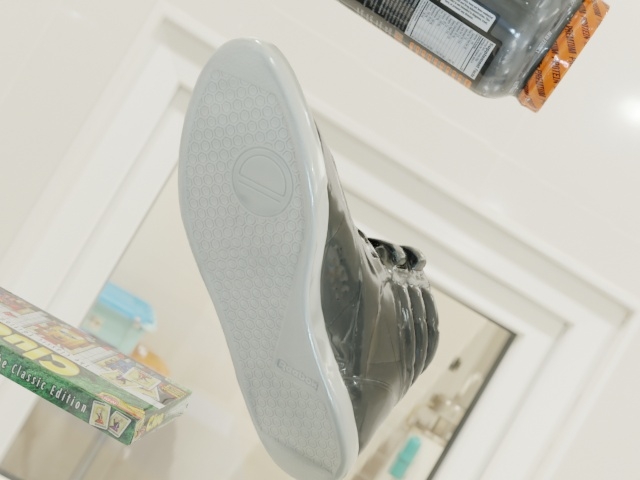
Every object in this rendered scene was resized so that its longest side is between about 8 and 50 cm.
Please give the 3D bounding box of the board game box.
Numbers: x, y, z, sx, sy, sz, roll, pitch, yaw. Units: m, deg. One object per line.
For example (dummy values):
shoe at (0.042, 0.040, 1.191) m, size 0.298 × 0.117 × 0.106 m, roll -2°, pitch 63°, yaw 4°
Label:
board game box at (-0.254, 0.101, 0.969) m, size 0.260 × 0.030 × 0.136 m, roll 27°, pitch 11°, yaw 10°

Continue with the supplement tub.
supplement tub at (0.103, -0.181, 0.760) m, size 0.190 × 0.117 × 0.117 m, roll 34°, pitch -1°, yaw 5°

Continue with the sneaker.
sneaker at (0.000, 0.000, 0.712) m, size 0.105 × 0.295 × 0.147 m, roll 0°, pitch 21°, yaw 34°
